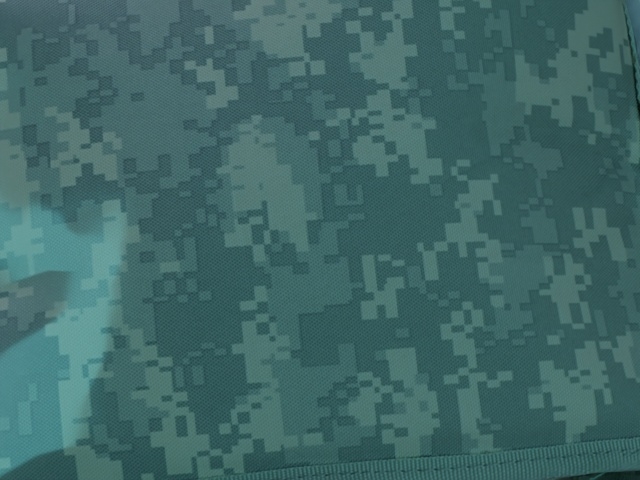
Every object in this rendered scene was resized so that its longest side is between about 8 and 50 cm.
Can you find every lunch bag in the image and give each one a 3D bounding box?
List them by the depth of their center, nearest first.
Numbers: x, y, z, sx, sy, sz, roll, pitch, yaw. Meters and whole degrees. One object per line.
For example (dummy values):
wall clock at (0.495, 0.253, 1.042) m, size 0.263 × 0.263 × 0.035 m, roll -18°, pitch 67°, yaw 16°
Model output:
lunch bag at (0.000, 0.000, 0.738) m, size 0.287 × 0.169 × 0.235 m, roll -6°, pitch 75°, yaw -1°
